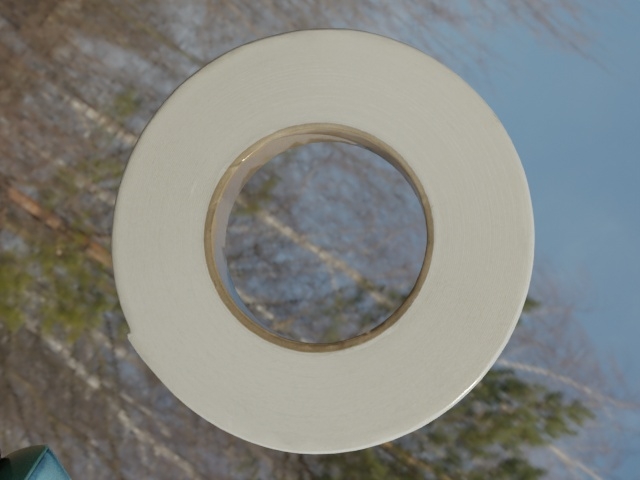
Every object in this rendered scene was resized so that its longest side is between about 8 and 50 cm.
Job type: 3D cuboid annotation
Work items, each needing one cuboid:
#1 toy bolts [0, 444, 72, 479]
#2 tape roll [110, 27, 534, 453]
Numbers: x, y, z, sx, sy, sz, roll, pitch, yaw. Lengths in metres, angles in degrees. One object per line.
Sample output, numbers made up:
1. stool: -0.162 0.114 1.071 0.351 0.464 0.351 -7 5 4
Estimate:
1. toy bolts: -0.248 0.242 0.813 0.228 0.158 0.218 -58 -176 -11
2. tape roll: 0.000 0.000 1.083 0.392 0.392 0.072 -53 172 -2
